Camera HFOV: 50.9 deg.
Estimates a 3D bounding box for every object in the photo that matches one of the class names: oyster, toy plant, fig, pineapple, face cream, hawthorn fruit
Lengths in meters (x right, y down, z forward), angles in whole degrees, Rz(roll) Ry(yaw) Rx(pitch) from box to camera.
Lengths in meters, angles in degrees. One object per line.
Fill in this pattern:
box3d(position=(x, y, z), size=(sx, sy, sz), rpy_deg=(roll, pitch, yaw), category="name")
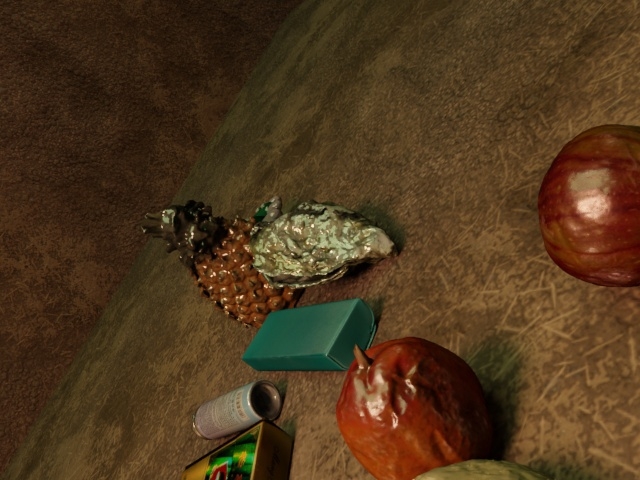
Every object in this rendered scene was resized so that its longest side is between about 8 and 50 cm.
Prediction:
box3d(position=(0.000, 0.000, 1.223), size=(0.267, 0.112, 0.198), rpy_deg=(-14, 37, 8), category="oyster")
box3d(position=(-0.164, 0.005, 1.622), size=(0.232, 0.112, 0.243), rpy_deg=(-53, 16, 15), category="toy plant")
box3d(position=(0.327, -0.034, 0.663), size=(0.207, 0.175, 0.175), rpy_deg=(13, 68, 50), category="fig")
box3d(position=(-0.208, 0.022, 1.364), size=(0.223, 0.357, 0.223), rpy_deg=(-41, 29, 29), category="pineapple")
box3d(position=(-0.164, 0.315, 1.227), size=(0.229, 0.075, 0.075), rpy_deg=(-30, 32, 43), category="face cream")
box3d(position=(0.099, 0.196, 0.753), size=(0.173, 0.179, 0.173), rpy_deg=(-18, 66, 49), category="hawthorn fruit")

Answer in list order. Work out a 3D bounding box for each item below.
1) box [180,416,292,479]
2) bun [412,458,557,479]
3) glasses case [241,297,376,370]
box3d(position=(-0.150, 0.407, 1.075), size=(0.240, 0.071, 0.159), rpy_deg=(-39, 24, 32), category="box")
box3d(position=(0.129, 0.303, 0.570), size=(0.259, 0.152, 0.259), rpy_deg=(-46, 22, 24), category="bun")
box3d(position=(-0.023, 0.174, 1.169), size=(0.301, 0.070, 0.117), rpy_deg=(-18, 35, 58), category="glasses case")
